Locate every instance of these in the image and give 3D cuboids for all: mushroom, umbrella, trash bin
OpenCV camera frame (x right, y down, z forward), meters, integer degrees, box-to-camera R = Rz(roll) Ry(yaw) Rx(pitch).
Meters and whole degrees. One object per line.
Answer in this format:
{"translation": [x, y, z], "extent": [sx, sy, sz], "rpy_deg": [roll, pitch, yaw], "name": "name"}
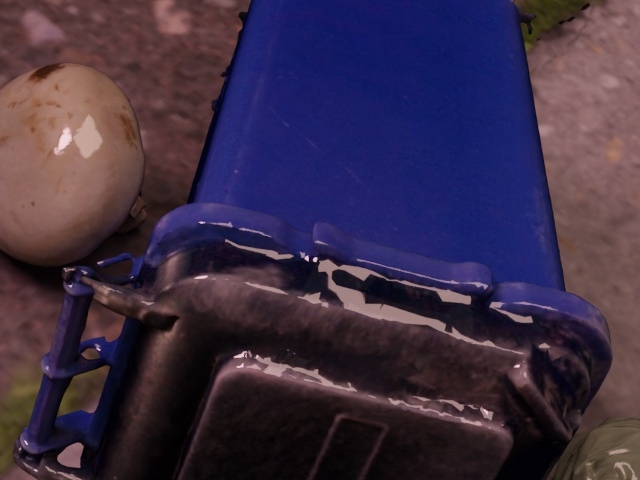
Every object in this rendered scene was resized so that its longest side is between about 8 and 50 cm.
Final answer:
{"translation": [-0.100, -0.027, 0.702], "extent": [0.079, 0.085, 0.085], "rpy_deg": [25, 37, -49], "name": "mushroom"}
{"translation": [0.101, 0.123, 0.658], "extent": [0.067, 0.062, 0.143], "rpy_deg": [10, 42, 25], "name": "umbrella"}
{"translation": [0.000, 0.000, 0.659], "extent": [0.184, 0.162, 0.234], "rpy_deg": [15, 44, -9], "name": "trash bin"}
